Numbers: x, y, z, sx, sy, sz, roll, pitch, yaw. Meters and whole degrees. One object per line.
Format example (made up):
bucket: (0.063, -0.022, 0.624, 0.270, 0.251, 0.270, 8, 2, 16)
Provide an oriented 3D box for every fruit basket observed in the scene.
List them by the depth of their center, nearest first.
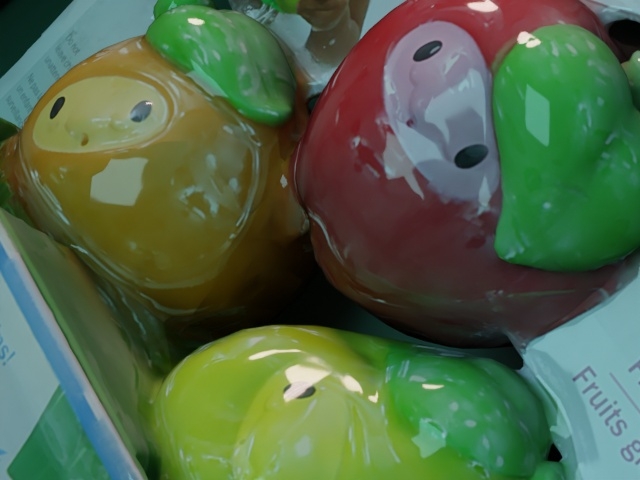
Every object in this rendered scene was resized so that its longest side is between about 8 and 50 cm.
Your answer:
fruit basket: (0.000, 0.000, 0.501, 0.353, 0.165, 0.327, -44, 58, 16)
